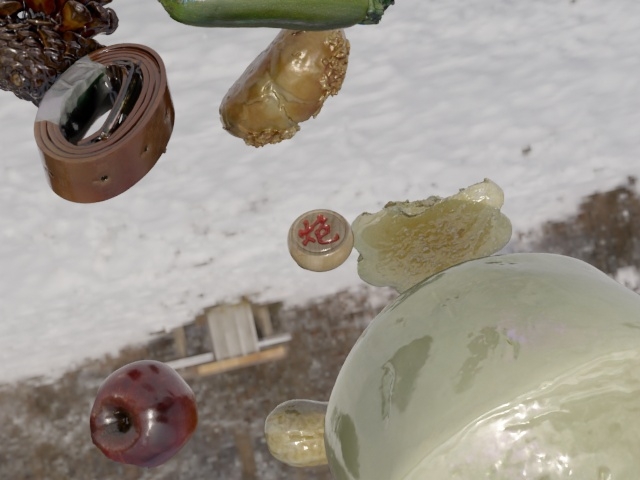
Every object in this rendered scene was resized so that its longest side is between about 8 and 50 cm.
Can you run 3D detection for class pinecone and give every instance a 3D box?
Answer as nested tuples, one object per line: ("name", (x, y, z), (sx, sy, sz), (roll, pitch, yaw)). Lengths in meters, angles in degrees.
("pinecone", (-0.432, -0.356, 1.698), (0.246, 0.292, 0.246), (4, 145, 3))

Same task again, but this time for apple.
("apple", (-0.259, 0.262, 1.652), (0.147, 0.156, 0.158), (-36, 166, 23))

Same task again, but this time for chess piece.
("chess piece", (0.000, 0.000, 1.341), (0.083, 0.084, 0.038), (-12, 141, 0))

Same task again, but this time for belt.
("belt", (-0.314, -0.172, 1.565), (0.184, 0.261, 0.105), (5, 141, 9))

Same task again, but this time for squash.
("squash", (-0.040, -0.292, 1.300), (0.331, 0.087, 0.087), (-4, 176, -34))

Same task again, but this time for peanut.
("peanut", (0.001, 0.359, 2.018), (0.224, 0.129, 0.129), (4, 175, -17))

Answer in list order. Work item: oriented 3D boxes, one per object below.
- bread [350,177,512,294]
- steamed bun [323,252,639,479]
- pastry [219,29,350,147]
("bread", (0.175, 0.008, 1.657), (0.250, 0.182, 0.039), (-15, -151, -2))
("steamed bun", (0.221, 0.198, 1.291), (0.455, 0.290, 0.371), (-29, -162, -4))
("pastry", (-0.054, -0.299, 2.030), (0.311, 0.162, 0.255), (-46, -170, 26))
